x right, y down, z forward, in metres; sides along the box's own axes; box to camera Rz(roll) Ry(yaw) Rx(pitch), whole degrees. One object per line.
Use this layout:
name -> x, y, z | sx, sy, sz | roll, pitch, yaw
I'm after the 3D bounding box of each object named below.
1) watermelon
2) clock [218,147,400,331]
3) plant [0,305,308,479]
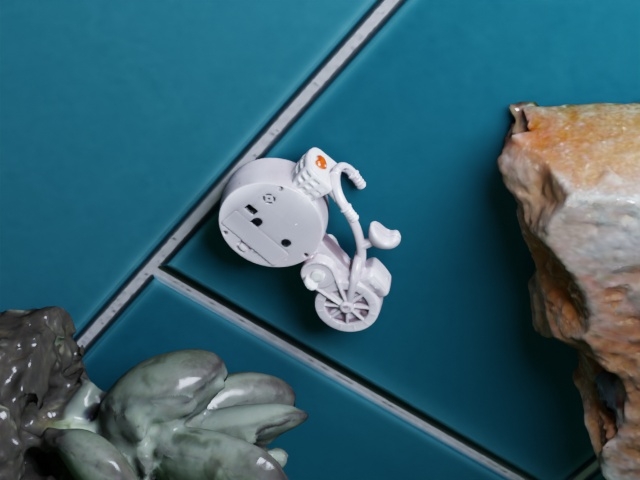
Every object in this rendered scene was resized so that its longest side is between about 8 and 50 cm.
watermelon -> 0.261, 0.046, 1.131 | 0.302, 0.151, 0.264 | -4, 129, 6
clock -> 0.000, 0.000, 1.181 | 0.087, 0.041, 0.129 | -30, 117, 28
plant -> -0.146, 0.128, 1.225 | 0.274, 0.146, 0.149 | 3, 126, 1
